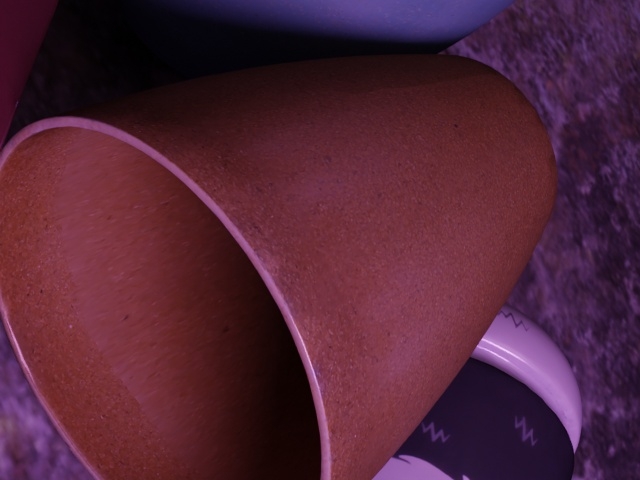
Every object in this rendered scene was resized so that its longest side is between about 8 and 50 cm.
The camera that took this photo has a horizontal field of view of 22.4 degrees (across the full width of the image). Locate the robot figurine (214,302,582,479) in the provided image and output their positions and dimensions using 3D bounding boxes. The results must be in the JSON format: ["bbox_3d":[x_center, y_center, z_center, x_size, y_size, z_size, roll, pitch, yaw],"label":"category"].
[{"bbox_3d":[0.050,0.156,0.932,0.209,0.174,0.278,63,38,-40],"label":"robot figurine"}]

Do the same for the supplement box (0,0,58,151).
[{"bbox_3d":[-0.241,-0.133,0.786,0.191,0.129,0.194,34,53,-30],"label":"supplement box"}]

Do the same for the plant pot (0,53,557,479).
[{"bbox_3d":[0.000,0.000,0.832,0.254,0.237,0.237,-32,98,-38],"label":"plant pot"}]

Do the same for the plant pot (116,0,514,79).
[{"bbox_3d":[-0.021,-0.198,0.957,0.290,0.195,0.290,21,43,-21],"label":"plant pot"}]
